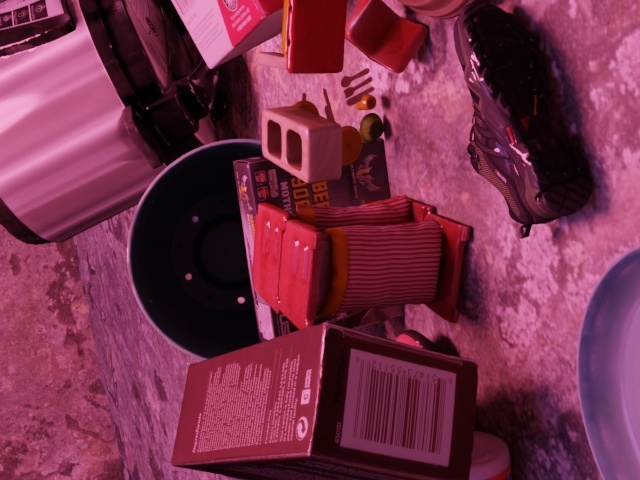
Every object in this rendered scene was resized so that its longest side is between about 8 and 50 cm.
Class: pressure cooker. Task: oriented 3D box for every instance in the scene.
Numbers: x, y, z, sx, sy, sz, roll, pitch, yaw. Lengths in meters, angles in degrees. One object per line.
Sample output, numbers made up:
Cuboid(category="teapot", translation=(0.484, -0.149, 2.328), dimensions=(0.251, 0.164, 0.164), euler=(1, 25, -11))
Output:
Cuboid(category="pressure cooker", translation=(-0.348, -0.230, 1.743), dimensions=(0.375, 0.420, 0.370), euler=(29, -143, -78))

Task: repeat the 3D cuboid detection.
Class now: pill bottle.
Cuboid(category="pill bottle", translation=(0.165, 0.323, 1.244), dimensions=(0.108, 0.108, 0.194), euler=(22, 122, 61))

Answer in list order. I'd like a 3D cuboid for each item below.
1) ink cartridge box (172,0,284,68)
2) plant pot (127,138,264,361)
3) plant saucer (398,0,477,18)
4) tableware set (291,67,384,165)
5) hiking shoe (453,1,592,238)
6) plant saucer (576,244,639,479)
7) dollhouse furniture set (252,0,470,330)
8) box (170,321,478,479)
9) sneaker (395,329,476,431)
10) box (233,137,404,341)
Cuboid(category="ink cartridge box", translation=(-0.134, -0.401, 1.388), dimensions=(0.306, 0.131, 0.226), euler=(62, 157, -5))
Cuboid(category="plant pot", translation=(-0.113, 0.017, 1.511), dimensions=(0.235, 0.293, 0.293), euler=(178, 80, -82))
Cuboid(category="plant saucer", translation=(0.084, -0.351, 1.082), dimensions=(0.278, 0.041, 0.278), euler=(53, 154, 41))
Cuboid(category="tableware set", translation=(0.010, -0.132, 1.297), dimensions=(0.024, 0.154, 0.104), euler=(19, 134, 50))
Cuboid(category="hiking shoe", translation=(0.169, -0.114, 1.058), dimensions=(0.114, 0.086, 0.227), euler=(-39, 67, 59))
Cuboid(category="plant saucer", translation=(0.327, 0.150, 0.897), dimensions=(0.317, 0.043, 0.318), euler=(40, 136, 54))
Cuboid(category="dollhouse furniture set", translation=(0.048, -0.098, 1.209), dimensions=(0.152, 0.201, 0.374), euler=(33, 124, 57))
Cuboid(category="box", translation=(-0.008, 0.200, 1.239), dimensions=(0.381, 0.191, 0.143), euler=(-26, 53, 58))
Cuboid(category="sneaker", translation=(0.104, 0.266, 1.315), dimensions=(0.116, 0.136, 0.314), euler=(19, 118, 61))
Cuboid(category="box", translation=(0.000, 0.000, 1.358), dimensions=(0.056, 0.183, 0.231), euler=(14, 113, 64))
